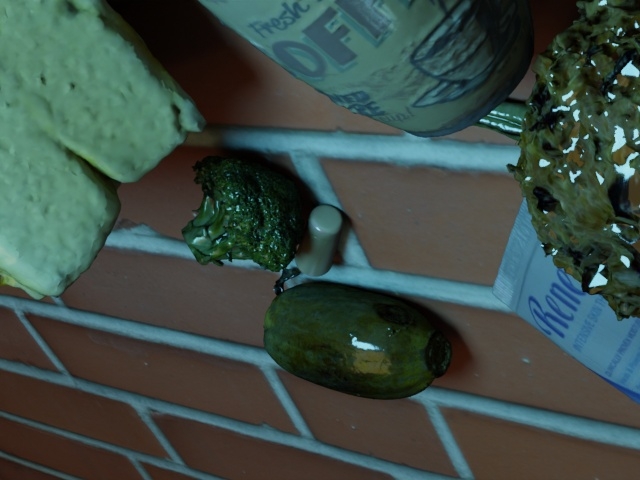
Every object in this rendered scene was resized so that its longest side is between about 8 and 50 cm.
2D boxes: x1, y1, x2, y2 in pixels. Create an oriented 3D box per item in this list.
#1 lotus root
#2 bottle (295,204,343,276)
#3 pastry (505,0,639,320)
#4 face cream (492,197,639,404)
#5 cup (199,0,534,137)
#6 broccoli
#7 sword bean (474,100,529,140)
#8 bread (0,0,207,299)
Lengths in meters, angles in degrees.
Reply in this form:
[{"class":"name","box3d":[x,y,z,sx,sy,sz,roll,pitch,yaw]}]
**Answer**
[{"class":"lotus root","box3d":[0.036,0.121,1.417,0.241,0.123,0.124,12,151,36]},{"class":"bottle","box3d":[0.000,0.000,1.362,0.045,0.045,0.096,30,146,8]},{"class":"pastry","box3d":[0.275,-0.070,0.902,0.275,0.193,0.274,34,136,40]},{"class":"face cream","box3d":[0.356,0.108,1.137,0.420,0.137,0.234,37,152,19]},{"class":"cup","box3d":[0.073,-0.227,0.882,0.301,0.227,0.257,-31,131,25]},{"class":"broccoli","box3d":[-0.087,-0.027,1.336,0.145,0.138,0.162,61,178,-28]},{"class":"sword bean","box3d":[0.191,-0.099,1.060,0.269,0.038,0.043,18,119,26]},{"class":"bread","box3d":[-0.360,-0.174,1.181,0.390,0.279,0.371,51,167,-27]}]
